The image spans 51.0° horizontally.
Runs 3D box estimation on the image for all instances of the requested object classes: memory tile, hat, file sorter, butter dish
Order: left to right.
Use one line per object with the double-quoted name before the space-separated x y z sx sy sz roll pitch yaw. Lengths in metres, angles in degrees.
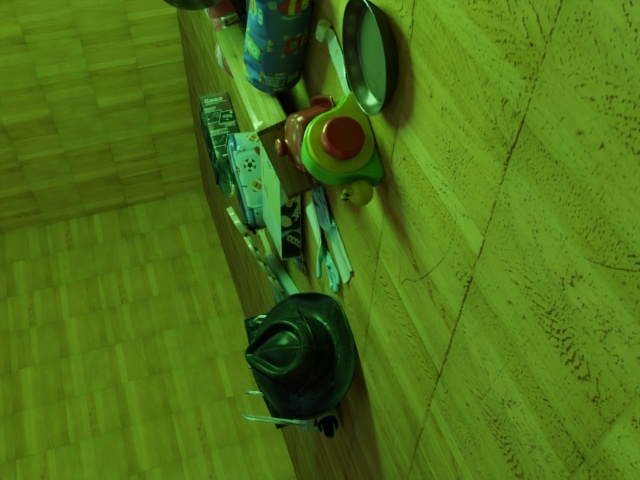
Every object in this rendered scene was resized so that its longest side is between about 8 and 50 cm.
"file sorter" -0.103 0.348 1.778 0.193 0.173 0.278 137 141 -73
"hat" -0.082 0.263 1.550 0.331 0.134 0.332 -10 75 41
"memory tile" -0.064 0.033 1.851 0.148 0.012 0.113 -153 50 -73
"butter dish" -0.027 -0.182 1.249 0.160 0.118 0.160 -148 45 -71

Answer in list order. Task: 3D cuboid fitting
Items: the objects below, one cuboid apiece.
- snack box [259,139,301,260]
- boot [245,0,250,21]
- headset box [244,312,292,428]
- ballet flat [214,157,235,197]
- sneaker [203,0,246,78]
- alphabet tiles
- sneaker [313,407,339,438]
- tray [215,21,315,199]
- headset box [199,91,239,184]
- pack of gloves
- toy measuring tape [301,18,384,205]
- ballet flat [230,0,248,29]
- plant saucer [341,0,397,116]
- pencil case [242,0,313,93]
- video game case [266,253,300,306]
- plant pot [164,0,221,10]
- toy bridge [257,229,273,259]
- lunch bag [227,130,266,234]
"snack box" -0.103 -0.130 1.720 0.187 0.060 0.322 -118 22 -46
"boot" -0.114 -0.541 1.334 0.236 0.089 0.270 -100 7 -49
"headset box" -0.125 0.398 2.064 0.246 0.131 0.283 -136 35 -64
"ballet flat" -0.267 -0.182 1.942 0.057 0.049 0.173 -46 40 22
"sneaker" -0.217 -0.539 1.758 0.136 0.115 0.314 57 166 28
"alphabet tiles" -0.197 0.029 2.030 0.284 0.021 0.278 61 175 -27
"sneaker" -0.005 0.509 1.891 0.256 0.094 0.151 94 165 -46
"tray" -0.126 -0.301 1.511 0.203 0.076 0.411 66 180 -48
"headset box" -0.364 -0.384 2.452 0.218 0.110 0.293 117 138 -70
"pack of gloves" 0.000 0.000 1.484 0.195 0.046 0.232 108 146 -67
"toy measuring tape" 0.008 -0.205 1.092 0.121 0.121 0.330 117 137 -70
"ballet flat" -0.174 -0.573 1.582 0.250 0.084 0.058 66 -172 24
"plant saucer" 0.071 -0.263 0.957 0.168 0.029 0.169 167 90 -76
"pencil case" -0.084 -0.407 1.247 0.133 0.119 0.306 49 159 14
"video game case" -0.100 0.240 2.155 0.329 0.036 0.300 -129 29 -62
"plant pot" -0.296 -0.654 1.435 0.323 0.323 0.280 93 159 -52
"toy bridge" -0.180 0.052 2.318 0.063 0.026 0.188 135 120 -73
"lunch bag" -0.204 -0.170 2.015 0.243 0.114 0.304 -178 76 -79
